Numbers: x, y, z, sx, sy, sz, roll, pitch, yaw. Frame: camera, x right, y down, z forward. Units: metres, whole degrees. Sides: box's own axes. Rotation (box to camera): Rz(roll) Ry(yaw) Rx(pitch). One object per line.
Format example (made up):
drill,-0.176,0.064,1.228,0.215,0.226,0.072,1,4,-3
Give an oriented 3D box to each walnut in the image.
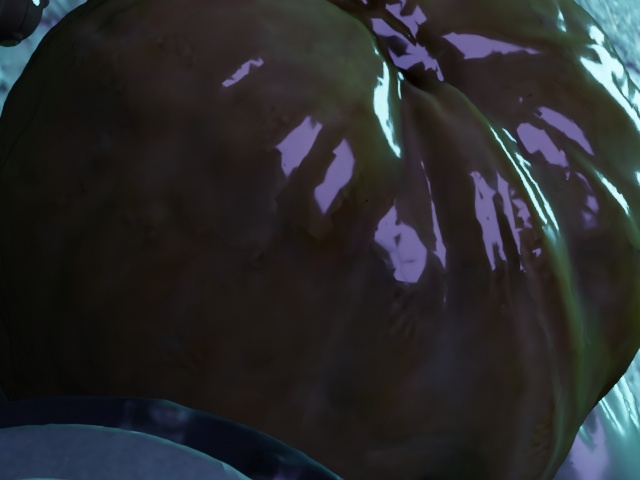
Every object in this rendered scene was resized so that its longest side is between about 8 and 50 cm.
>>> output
walnut,0.000,0.000,0.669,0.296,0.285,0.285,-32,97,-34

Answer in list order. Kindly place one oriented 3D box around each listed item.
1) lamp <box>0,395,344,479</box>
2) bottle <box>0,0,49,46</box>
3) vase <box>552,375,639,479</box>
lamp,-0.062,0.166,0.420,0.374,0.205,0.272,-99,-172,-60
bottle,-0.170,-0.115,0.715,0.101,0.063,0.047,7,40,-46
vase,0.088,0.054,0.848,0.128,0.128,0.248,-1,64,-45
